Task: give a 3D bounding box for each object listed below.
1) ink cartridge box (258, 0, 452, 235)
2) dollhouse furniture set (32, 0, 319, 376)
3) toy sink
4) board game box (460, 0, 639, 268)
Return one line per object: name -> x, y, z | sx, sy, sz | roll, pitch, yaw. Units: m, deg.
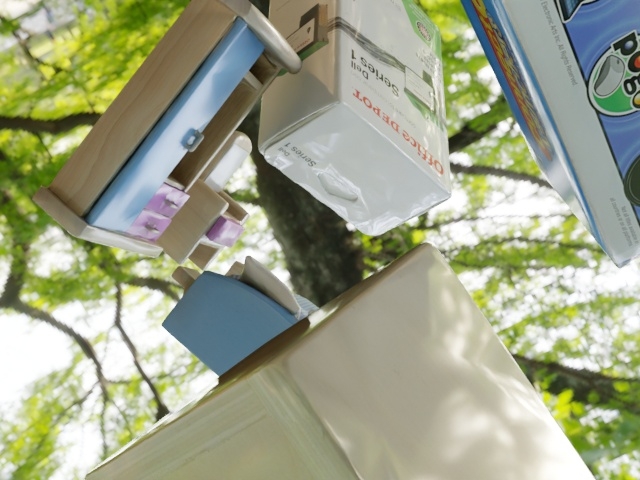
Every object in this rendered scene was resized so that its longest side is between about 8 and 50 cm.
ink cartridge box -> 0.034, -0.138, 0.832 | 0.093, 0.160, 0.219 | -27, -134, 32
dollhouse furniture set -> 0.000, 0.000, 0.709 | 0.198, 0.303, 0.286 | -51, 166, 3
toy sink -> 0.038, 0.145, 0.404 | 0.131, 0.234, 0.153 | -35, 179, 32
board game box -> 0.181, -0.181, 0.334 | 0.302, 0.308, 0.086 | -30, -141, 6
